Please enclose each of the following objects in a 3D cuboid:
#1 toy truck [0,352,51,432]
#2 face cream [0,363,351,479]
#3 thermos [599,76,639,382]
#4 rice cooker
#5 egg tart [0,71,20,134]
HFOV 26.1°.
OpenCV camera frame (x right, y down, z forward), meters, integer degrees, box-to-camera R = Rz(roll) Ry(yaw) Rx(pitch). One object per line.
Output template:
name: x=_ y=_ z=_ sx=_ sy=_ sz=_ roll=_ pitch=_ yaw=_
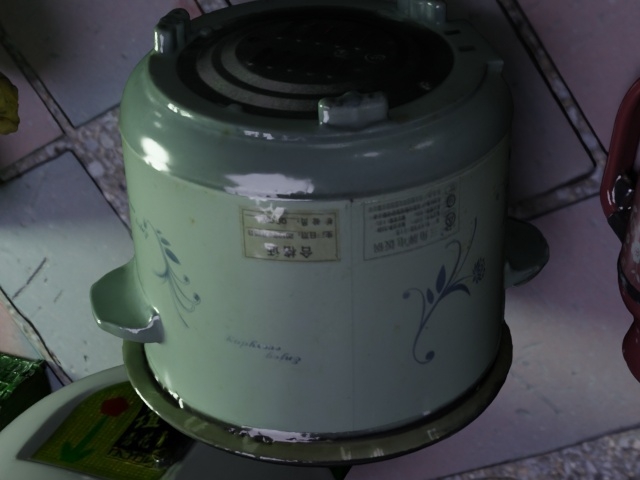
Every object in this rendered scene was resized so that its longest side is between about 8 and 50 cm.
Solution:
toy truck: x=-0.317 y=0.231 z=1.356 sx=0.121 sy=0.088 sz=0.259 roll=10 pitch=124 yaw=24
face cream: x=-0.132 y=0.224 z=1.061 sx=0.312 sy=0.357 sz=0.219 roll=8 pitch=124 yaw=25
thermos: x=0.234 y=-0.036 z=0.837 sx=0.136 sy=0.109 sz=0.330 roll=18 pitch=129 yaw=18
rice cooker: x=0.000 y=0.000 z=0.902 sx=0.317 sy=0.264 sz=0.316 roll=-9 pitch=121 yaw=-14
egg tart: x=-0.354 y=-0.150 z=0.998 sx=0.291 sy=0.291 sz=0.107 roll=37 pitch=92 yaw=3
